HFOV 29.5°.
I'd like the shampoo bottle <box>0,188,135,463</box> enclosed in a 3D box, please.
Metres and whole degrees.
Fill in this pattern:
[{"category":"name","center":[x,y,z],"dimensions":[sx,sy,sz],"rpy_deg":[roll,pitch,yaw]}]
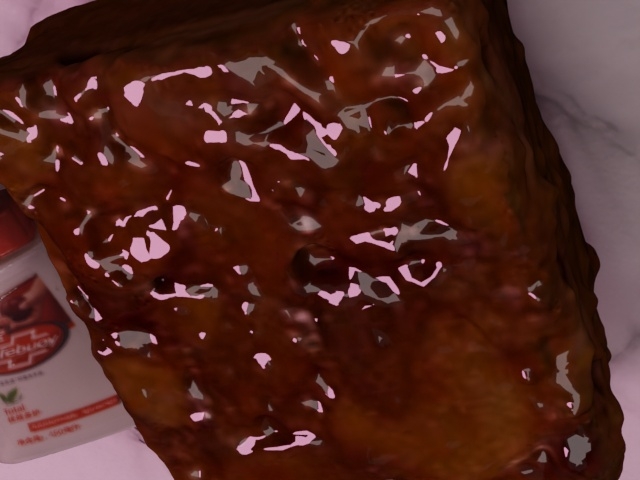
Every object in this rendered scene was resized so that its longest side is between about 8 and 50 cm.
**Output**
[{"category":"shampoo bottle","center":[-0.231,0.041,0.945],"dimensions":[0.153,0.071,0.284],"rpy_deg":[-17,123,-6]}]

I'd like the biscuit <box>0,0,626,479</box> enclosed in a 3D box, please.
[{"category":"biscuit","center":[0.000,0.000,0.800],"dimensions":[0.343,0.166,0.395],"rpy_deg":[-9,126,20]}]
